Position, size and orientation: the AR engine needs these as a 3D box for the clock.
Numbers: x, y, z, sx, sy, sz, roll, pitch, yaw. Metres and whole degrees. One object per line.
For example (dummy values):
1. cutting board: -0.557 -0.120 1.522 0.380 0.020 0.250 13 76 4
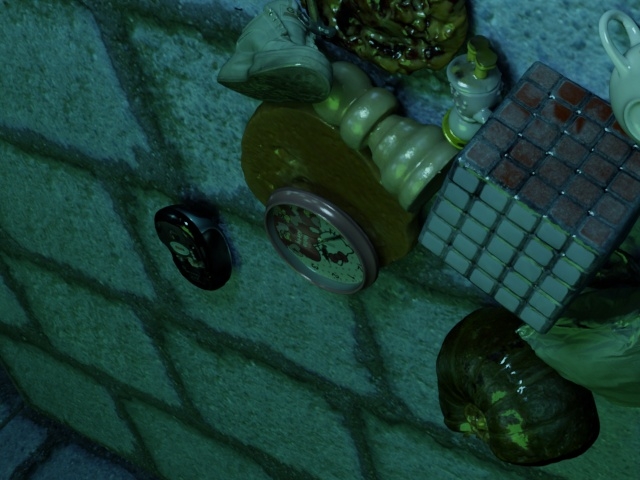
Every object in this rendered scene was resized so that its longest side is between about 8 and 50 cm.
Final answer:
1. clock: 0.001 -0.001 2.213 0.244 0.056 0.244 29 148 20

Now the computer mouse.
1. computer mouse: -0.262 0.004 2.613 0.137 0.096 0.233 26 151 36

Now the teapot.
1. teapot: 0.430 -0.186 1.548 0.245 0.116 0.159 54 160 -8

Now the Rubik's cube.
1. Rubik's cube: 0.309 -0.058 1.709 0.238 0.237 0.237 36 151 13

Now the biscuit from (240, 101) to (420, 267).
1. biscuit: 0.017 -0.103 2.170 0.365 0.062 0.385 44 152 -5

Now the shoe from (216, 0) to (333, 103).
1. shoe: -0.055 -0.303 1.913 0.124 0.159 0.316 22 172 -27

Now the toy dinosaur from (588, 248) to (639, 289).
1. toy dinosaur: 0.366 0.021 1.909 0.294 0.077 0.162 21 142 9

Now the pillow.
1. pillow: 0.481 0.168 1.856 0.283 0.138 0.310 28 157 -25

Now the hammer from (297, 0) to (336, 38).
1. hammer: -0.022 -0.377 1.776 0.062 0.017 0.182 22 139 40

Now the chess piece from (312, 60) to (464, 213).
1. chess piece: 0.093 -0.174 1.933 0.261 0.143 0.143 42 151 11

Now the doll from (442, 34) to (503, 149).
1. doll: 0.219 -0.202 1.782 0.207 0.081 0.129 89 163 -55

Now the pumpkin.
1. pumpkin: 0.336 0.219 2.087 0.325 0.242 0.232 21 124 56

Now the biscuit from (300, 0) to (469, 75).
1. biscuit: 0.061 -0.365 1.770 0.334 0.081 0.289 33 148 19
